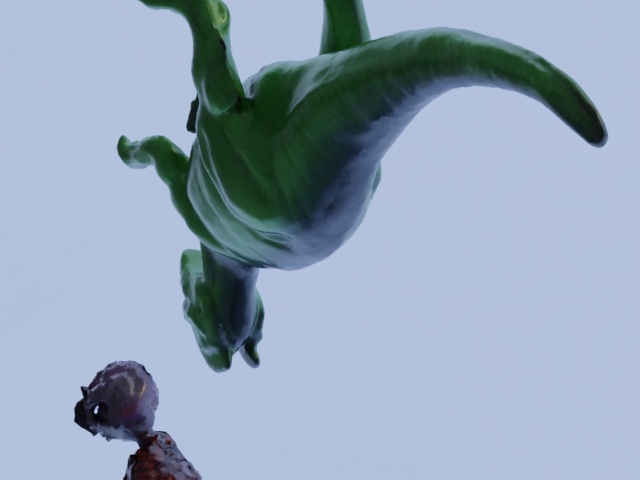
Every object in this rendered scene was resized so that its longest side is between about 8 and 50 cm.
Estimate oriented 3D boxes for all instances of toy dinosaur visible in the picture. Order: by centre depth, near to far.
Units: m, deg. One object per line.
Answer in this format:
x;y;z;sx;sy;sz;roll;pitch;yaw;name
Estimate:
0.000;0.000;1.086;0.500;0.144;0.374;37;-45;51;toy dinosaur

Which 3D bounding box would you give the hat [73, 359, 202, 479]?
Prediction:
-0.054;0.153;0.680;0.129;0.140;0.227;-24;-122;5;hat
